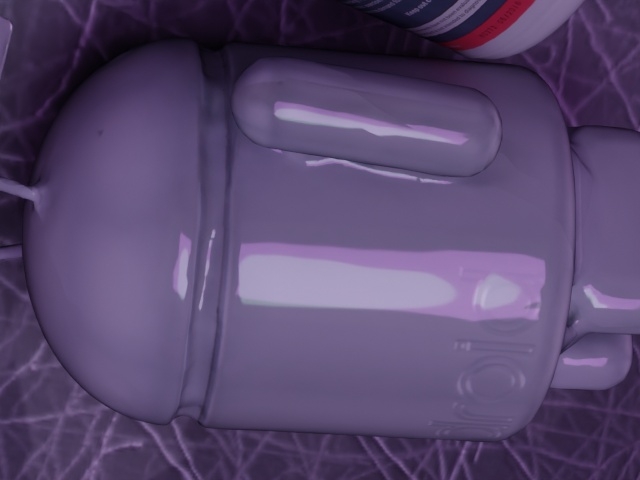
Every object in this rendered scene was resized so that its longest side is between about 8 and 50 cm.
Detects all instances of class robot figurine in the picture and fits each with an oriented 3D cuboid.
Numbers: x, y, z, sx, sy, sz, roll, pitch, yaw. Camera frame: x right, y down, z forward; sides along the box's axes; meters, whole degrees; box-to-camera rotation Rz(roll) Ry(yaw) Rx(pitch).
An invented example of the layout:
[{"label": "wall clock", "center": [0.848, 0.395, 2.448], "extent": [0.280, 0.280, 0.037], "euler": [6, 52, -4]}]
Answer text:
[{"label": "robot figurine", "center": [0.000, 0.000, 1.003], "extent": [0.353, 0.200, 0.300], "euler": [4, 148, -8]}]

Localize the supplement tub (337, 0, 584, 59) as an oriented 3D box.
[{"label": "supplement tub", "center": [0.012, -0.218, 0.941], "extent": [0.272, 0.191, 0.191], "euler": [20, 103, -22]}]

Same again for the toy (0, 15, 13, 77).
[{"label": "toy", "center": [-0.235, -0.035, 1.003], "extent": [0.136, 0.056, 0.237], "euler": [22, 113, 9]}]
